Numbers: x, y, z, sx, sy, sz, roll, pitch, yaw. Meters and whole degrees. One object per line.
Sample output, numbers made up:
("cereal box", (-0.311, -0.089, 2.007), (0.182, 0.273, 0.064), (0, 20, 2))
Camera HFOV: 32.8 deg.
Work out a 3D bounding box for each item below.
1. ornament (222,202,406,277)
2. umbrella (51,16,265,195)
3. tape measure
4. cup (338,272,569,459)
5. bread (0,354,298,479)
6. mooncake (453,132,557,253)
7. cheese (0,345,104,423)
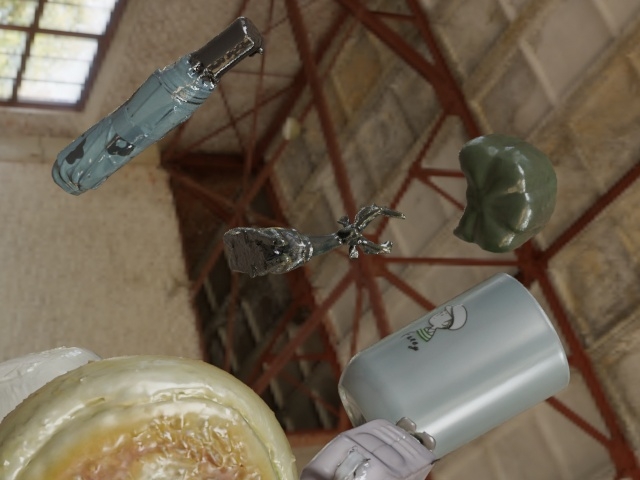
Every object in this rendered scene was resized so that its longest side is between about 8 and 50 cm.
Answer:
("ornament", (0.000, 0.000, 1.575), (0.202, 0.236, 0.080), (-2, -81, 63))
("umbrella", (-0.157, -0.124, 1.012), (0.250, 0.053, 0.052), (-35, -110, 22))
("tape measure", (0.022, 0.294, 1.179), (0.120, 0.236, 0.197), (35, -80, 20))
("cup", (0.196, 0.207, 1.651), (0.205, 0.312, 0.205), (57, -13, 22))
("bread", (-0.168, 0.238, 0.950), (0.159, 0.305, 0.305), (-158, -109, -68))
("mooncake", (0.259, -0.070, 1.607), (0.168, 0.104, 0.175), (-23, -89, 45))
("cheese", (-0.381, 0.232, 1.534), (0.189, 0.198, 0.154), (-16, -87, 20))
